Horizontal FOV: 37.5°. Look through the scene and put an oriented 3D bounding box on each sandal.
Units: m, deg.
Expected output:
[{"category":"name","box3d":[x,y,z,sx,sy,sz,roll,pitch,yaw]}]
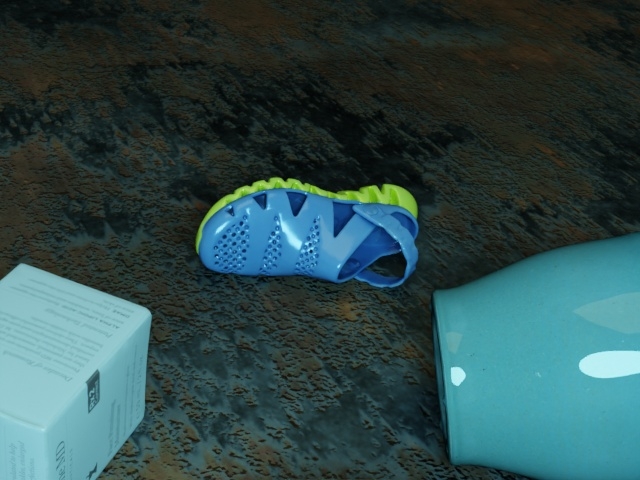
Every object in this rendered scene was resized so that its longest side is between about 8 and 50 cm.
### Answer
[{"category":"sandal","box3d":[0.000,0.000,1.207,0.318,0.126,0.138,-6,41,-19]}]

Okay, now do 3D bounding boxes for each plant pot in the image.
[{"category":"plant pot","box3d":[0.247,0.130,0.971,0.255,0.271,0.271,-6,34,4]}]

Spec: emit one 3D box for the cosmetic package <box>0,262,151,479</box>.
[{"category":"cosmetic package","box3d":[-0.271,0.146,0.890,0.152,0.151,0.183,18,36,12]}]
